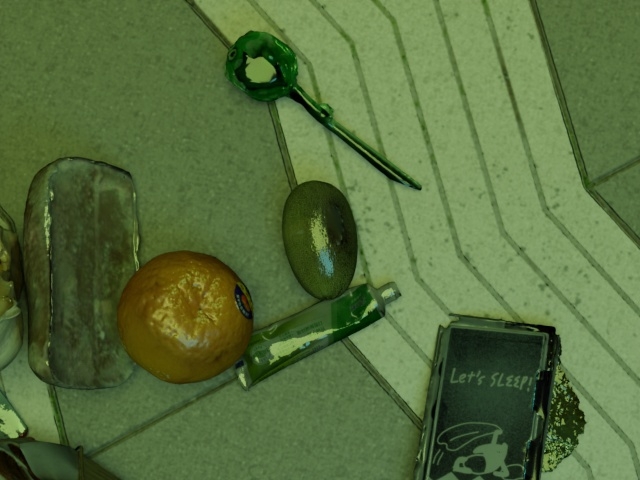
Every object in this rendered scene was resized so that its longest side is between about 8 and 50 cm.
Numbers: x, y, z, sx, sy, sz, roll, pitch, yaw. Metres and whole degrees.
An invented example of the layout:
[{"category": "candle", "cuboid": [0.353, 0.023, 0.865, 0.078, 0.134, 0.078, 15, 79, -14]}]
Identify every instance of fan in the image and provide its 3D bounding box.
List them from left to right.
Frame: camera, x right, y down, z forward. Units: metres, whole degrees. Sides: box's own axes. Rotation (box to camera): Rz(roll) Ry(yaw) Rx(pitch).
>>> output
[{"category": "fan", "cuboid": [-0.479, 0.154, 1.731, 0.057, 0.023, 0.282, -28, 86, -1]}]

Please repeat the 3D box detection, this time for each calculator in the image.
[{"category": "calculator", "cuboid": [0.216, 0.232, 1.675, 0.166, 0.028, 0.274, 6, 70, 17]}]

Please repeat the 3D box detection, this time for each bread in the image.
[{"category": "bread", "cuboid": [-0.344, 0.341, 1.607, 0.212, 0.224, 0.142, 24, 100, -17]}]

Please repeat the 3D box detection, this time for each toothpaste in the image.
[{"category": "toothpaste", "cuboid": [-0.007, 0.117, 1.722, 0.248, 0.047, 0.078, -26, 79, 0]}]

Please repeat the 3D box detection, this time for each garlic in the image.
[{"category": "garlic", "cuboid": [-0.480, 0.081, 1.628, 0.203, 0.184, 0.281, -5, 47, -12]}]

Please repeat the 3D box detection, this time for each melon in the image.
[{"category": "melon", "cuboid": [0.000, 0.000, 1.706, 0.099, 0.099, 0.162, -8, 83, -1]}]

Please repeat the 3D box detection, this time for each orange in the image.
[{"category": "orange", "cuboid": [-0.176, 0.100, 1.664, 0.178, 0.155, 0.177, 8, 75, -33]}]

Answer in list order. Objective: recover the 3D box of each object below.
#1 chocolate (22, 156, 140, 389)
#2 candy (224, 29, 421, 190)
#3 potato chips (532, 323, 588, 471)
[{"category": "chocolate", "cuboid": [-0.323, 0.046, 1.677, 0.100, 0.185, 0.303, -9, 79, 27]}, {"category": "candy", "cuboid": [0.009, -0.166, 1.745, 0.323, 0.097, 0.097, 39, 85, -4]}, {"category": "potato chips", "cuboid": [0.294, 0.221, 1.718, 0.142, 0.026, 0.209, 17, 84, 0]}]
